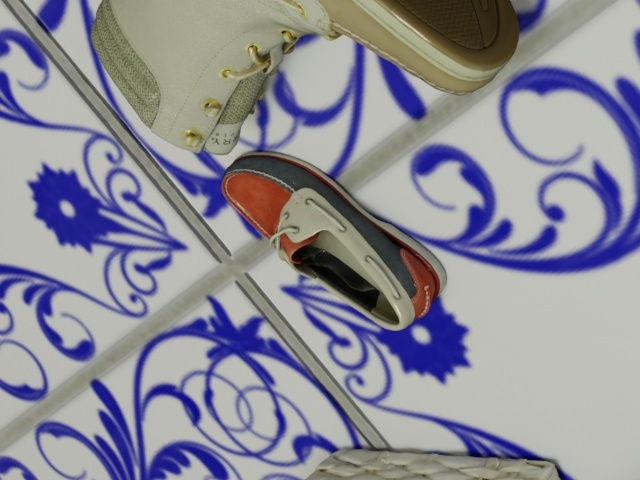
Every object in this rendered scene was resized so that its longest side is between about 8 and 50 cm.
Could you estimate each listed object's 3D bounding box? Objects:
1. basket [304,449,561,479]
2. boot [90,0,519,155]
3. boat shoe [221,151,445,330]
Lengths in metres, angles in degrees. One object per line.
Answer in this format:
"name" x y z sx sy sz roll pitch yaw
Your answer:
"basket" 0.055 0.186 0.841 0.167 0.113 0.103 -4 115 38
"boot" -0.017 -0.099 0.723 0.213 0.077 0.165 38 134 16
"boat shoe" 0.000 0.000 0.802 0.137 0.043 0.049 33 136 15
